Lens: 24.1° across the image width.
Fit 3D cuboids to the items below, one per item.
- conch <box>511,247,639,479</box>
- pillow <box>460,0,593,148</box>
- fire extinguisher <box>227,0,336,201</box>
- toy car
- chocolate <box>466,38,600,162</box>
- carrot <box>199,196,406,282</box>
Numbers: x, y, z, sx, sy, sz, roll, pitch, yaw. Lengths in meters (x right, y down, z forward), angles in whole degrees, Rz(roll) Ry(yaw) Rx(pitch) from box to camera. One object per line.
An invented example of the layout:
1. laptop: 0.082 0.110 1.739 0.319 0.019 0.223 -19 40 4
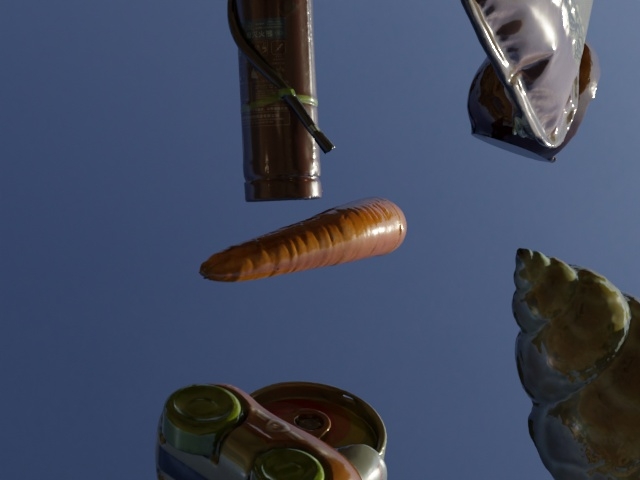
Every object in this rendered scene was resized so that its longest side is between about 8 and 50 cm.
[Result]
1. conch: 0.185 0.091 0.940 0.116 0.106 0.173 -11 -108 -11
2. pillow: 0.102 -0.156 0.663 0.038 0.130 0.232 -4 -129 31
3. fire extinguisher: -0.044 -0.218 1.798 0.141 0.341 0.105 -1 -178 34
4. toy car: -0.025 0.209 1.416 0.235 0.145 0.235 5 -149 -3
5. chocolate: 0.214 -0.152 1.489 0.124 0.127 0.133 16 -93 20
6. carrot: 0.000 0.000 1.383 0.066 0.062 0.271 31 -153 28
